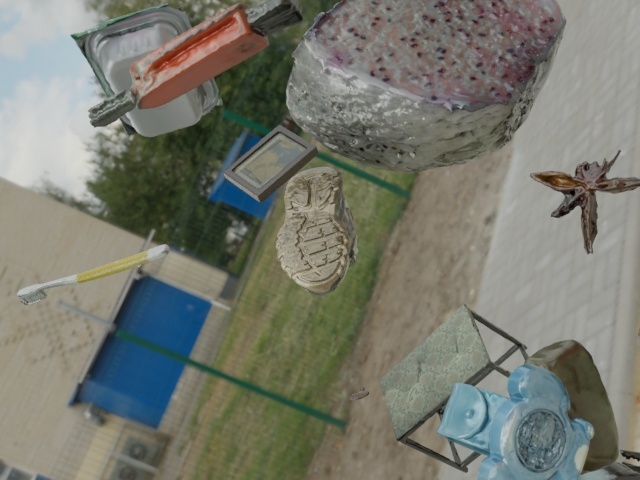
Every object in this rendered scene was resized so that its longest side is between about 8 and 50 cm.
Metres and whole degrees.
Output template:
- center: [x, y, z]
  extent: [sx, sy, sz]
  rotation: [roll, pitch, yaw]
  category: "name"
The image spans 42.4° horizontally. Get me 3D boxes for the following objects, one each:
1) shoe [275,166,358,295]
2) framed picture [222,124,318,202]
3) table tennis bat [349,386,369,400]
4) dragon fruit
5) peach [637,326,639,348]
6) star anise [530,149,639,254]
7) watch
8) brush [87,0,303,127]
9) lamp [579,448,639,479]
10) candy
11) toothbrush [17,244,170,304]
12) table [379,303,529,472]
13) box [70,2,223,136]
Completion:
- center: [0.000, 0.000, 1.014]
  extent: [0.092, 0.089, 0.180]
  rotation: [66, -162, -51]
  category: "shoe"
- center: [-0.106, -0.165, 1.747]
  extent: [0.168, 0.128, 0.023]
  rotation: [-42, -39, -16]
  category: "framed picture"
- center: [0.099, 0.379, 2.043]
  extent: [0.083, 0.050, 0.007]
  rotation: [-32, -76, -75]
  category: "table tennis bat"
- center: [0.123, -0.175, 0.899]
  extent: [0.283, 0.221, 0.204]
  rotation: [-48, -18, -25]
  category: "dragon fruit"
- center: [0.718, 0.154, 1.405]
  extent: [0.380, 0.306, 0.242]
  rotation: [25, 88, 46]
  category: "peach"
- center: [0.436, -0.082, 1.323]
  extent: [0.140, 0.158, 0.144]
  rotation: [-48, -21, 21]
  category: "star anise"
- center: [0.286, 0.297, 1.274]
  extent: [0.193, 0.211, 0.211]
  rotation: [-5, 60, 66]
  category: "watch"
- center: [-0.170, -0.229, 1.050]
  extent: [0.323, 0.051, 0.070]
  rotation: [-26, -8, 16]
  category: "brush"
- center: [0.592, 0.575, 1.849]
  extent: [0.272, 0.374, 0.205]
  rotation: [8, 109, 48]
  category: "lamp"
- center: [0.445, 0.295, 1.461]
  extent: [0.104, 0.234, 0.102]
  rotation: [-25, 4, -20]
  category: "candy"
- center: [-0.330, 0.052, 1.192]
  extent: [0.288, 0.024, 0.021]
  rotation: [-16, 35, 26]
  category: "toothbrush"
- center: [0.387, 0.402, 2.212]
  extent: [0.335, 0.272, 0.222]
  rotation: [-45, 32, 22]
  category: "table"
- center: [-0.395, -0.370, 1.944]
  extent: [0.337, 0.264, 0.106]
  rotation: [69, -173, -48]
  category: "box"
